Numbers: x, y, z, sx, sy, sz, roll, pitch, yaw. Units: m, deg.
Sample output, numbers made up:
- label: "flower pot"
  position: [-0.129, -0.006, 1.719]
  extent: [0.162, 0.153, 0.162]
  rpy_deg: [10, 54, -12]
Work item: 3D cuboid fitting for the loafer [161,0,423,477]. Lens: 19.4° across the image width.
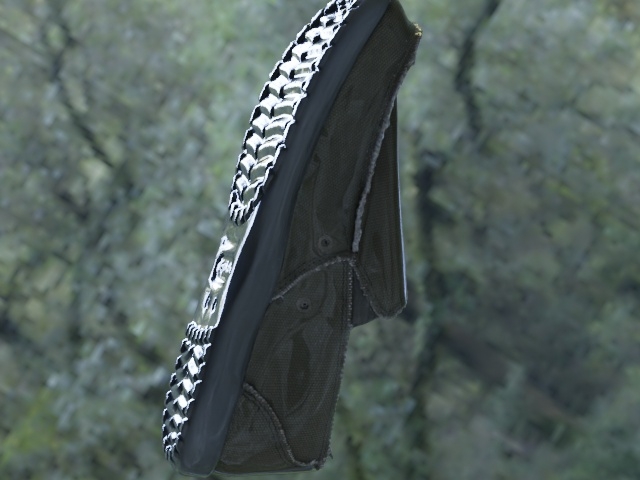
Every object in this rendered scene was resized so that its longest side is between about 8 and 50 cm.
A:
- label: "loafer"
  position: [0.000, 0.000, 0.899]
  extent: [0.094, 0.087, 0.251]
  rpy_deg: [-143, 72, -74]
